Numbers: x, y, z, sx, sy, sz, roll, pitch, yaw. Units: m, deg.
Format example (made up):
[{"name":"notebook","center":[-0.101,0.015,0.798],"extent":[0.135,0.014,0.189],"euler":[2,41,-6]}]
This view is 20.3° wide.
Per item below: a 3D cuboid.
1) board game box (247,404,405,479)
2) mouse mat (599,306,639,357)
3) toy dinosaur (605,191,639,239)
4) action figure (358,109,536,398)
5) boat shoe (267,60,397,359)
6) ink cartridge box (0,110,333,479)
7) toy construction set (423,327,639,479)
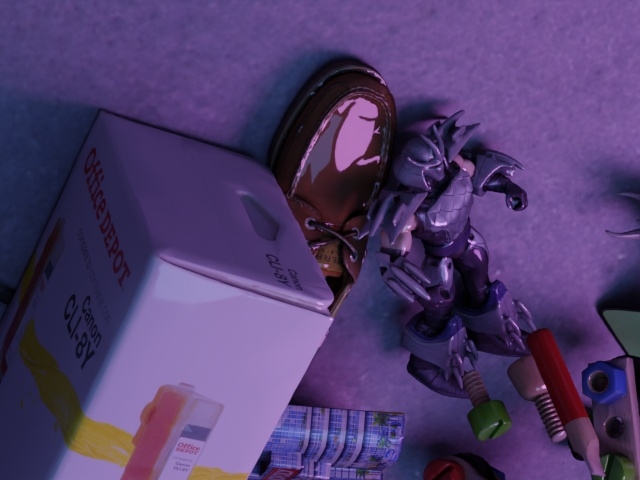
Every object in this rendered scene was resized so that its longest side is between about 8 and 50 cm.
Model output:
[{"name":"board game box","center":[-0.037,0.189,1.620],"extent":[0.194,0.194,0.060],"euler":[4,77,-8]},{"name":"mouse mat","center":[0.372,0.116,1.705],"extent":[0.152,0.189,0.007],"euler":[53,57,-33]},{"name":"toy dinosaur","center":[0.402,0.049,1.700],"extent":[0.121,0.160,0.313],"euler":[-54,139,-22]},{"name":"action figure","center":[0.118,0.010,1.582],"extent":[0.185,0.099,0.285],"euler":[-42,138,-25]},{"name":"boat shoe","center":[0.000,0.000,1.549],"extent":[0.110,0.104,0.307],"euler":[10,114,-21]},{"name":"ink cartridge box","center":[-0.168,0.126,1.467],"extent":[0.160,0.279,0.385],"euler":[19,111,-25]},{"name":"toy construction set","center":[0.240,0.243,1.626],"extent":[0.257,0.237,0.309],"euler":[-22,152,2]}]
